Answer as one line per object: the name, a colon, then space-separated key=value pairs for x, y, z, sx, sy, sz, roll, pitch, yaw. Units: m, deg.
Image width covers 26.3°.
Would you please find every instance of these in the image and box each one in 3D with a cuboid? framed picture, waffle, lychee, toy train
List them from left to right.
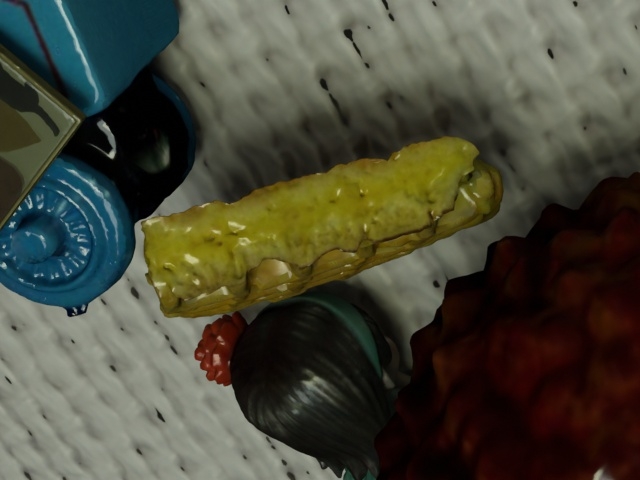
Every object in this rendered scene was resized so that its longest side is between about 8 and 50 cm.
framed picture: x=-0.241 y=-0.045 z=0.791 sx=0.136 sy=0.010 sz=0.201 roll=40 pitch=117 yaw=-6
toy train: x=-0.244 y=-0.087 z=0.878 sx=0.300 sy=0.188 sz=0.265 roll=-12 pitch=115 yaw=21
waffle: x=0.000 y=-0.001 z=0.881 sx=0.229 sy=0.219 sz=0.057 roll=-16 pitch=84 yaw=-8
lychee: x=0.233 y=0.201 z=0.816 sx=0.424 sy=0.424 sz=0.500 roll=-6 pitch=101 yaw=17

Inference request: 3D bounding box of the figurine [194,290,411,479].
figurine: x=0.025 y=0.136 z=1.024 sx=0.138 sy=0.110 sz=0.245 roll=-23 pitch=125 yaw=31
